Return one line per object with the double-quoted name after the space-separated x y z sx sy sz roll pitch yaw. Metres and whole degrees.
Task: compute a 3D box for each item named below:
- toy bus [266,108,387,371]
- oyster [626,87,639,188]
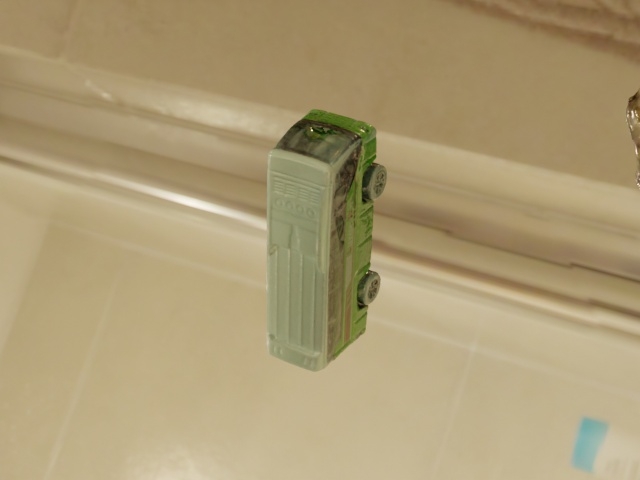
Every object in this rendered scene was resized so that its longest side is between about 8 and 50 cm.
0.000 0.000 0.405 0.037 0.031 0.083 -39 -41 -47 "toy bus"
0.157 -0.089 0.457 0.105 0.056 0.177 -27 -54 -82 "oyster"
